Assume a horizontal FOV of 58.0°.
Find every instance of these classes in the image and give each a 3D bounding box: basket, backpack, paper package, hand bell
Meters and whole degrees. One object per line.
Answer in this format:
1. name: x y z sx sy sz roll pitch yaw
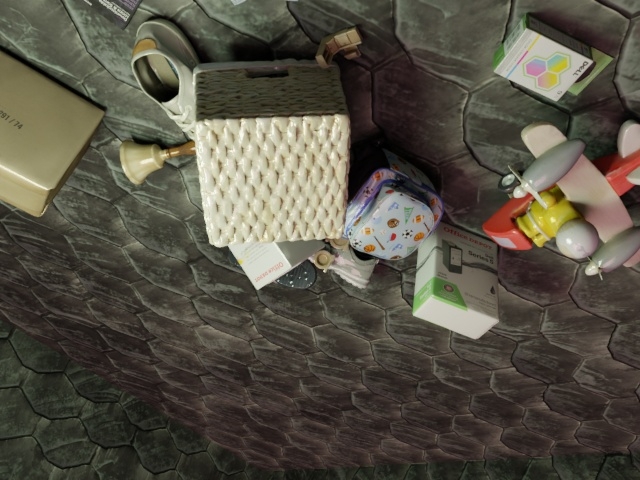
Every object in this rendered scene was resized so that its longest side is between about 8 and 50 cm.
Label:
1. basket: -0.104 -0.194 1.264 0.328 0.266 0.331 -4 127 -8
2. backpack: 0.176 -0.080 1.453 0.263 0.213 0.276 15 130 -35
3. paper package: -0.767 -0.273 1.444 0.325 0.309 0.168 31 143 -19
4. hand bell: -0.401 -0.236 1.562 0.242 0.126 0.126 -10 137 12

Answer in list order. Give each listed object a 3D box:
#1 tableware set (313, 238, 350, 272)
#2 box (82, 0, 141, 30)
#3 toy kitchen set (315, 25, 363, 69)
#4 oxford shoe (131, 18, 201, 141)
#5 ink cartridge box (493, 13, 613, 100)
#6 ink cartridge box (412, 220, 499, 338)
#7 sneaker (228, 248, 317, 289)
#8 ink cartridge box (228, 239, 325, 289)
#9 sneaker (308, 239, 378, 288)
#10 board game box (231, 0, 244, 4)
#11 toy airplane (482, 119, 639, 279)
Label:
1. tableware set: 0.000 0.000 1.698 0.168 0.141 0.020 34 -177 -4
2. box: -0.439 -0.542 1.238 0.116 0.029 0.162 33 139 -23
3. toy kitchen set: 0.048 -0.396 1.227 0.083 0.075 0.068 -9 138 30
4. oxford shoe: -0.295 -0.305 1.383 0.169 0.130 0.449 -12 131 30
5. ink cartridge box: 0.467 -0.353 1.160 0.209 0.062 0.109 22 140 -10
6. ink cartridge box: 0.372 0.102 1.583 0.198 0.273 0.115 21 139 -9
7. sneaker: -0.131 0.081 1.813 0.319 0.112 0.131 20 170 29
8. ink cartridge box: -0.142 -0.019 1.602 0.171 0.168 0.233 -32 90 42
9. sneaker: 0.047 0.031 1.764 0.281 0.105 0.115 29 105 -11
10. board game box: -0.131 -0.537 1.123 0.194 0.060 0.194 -16 132 32
11. toy airplane: 0.592 -0.080 1.289 0.386 0.272 0.384 10 141 6
